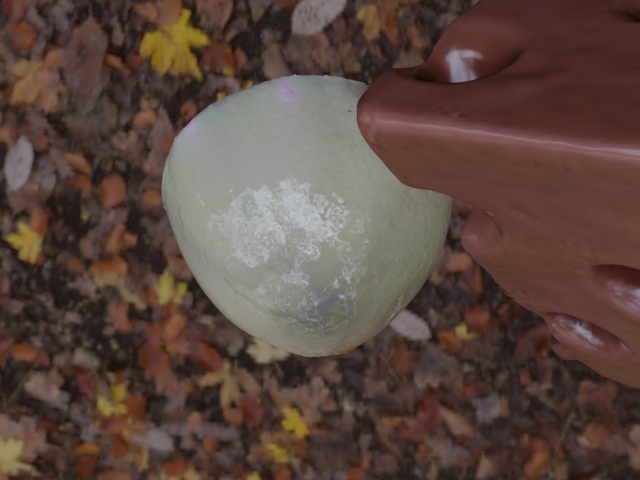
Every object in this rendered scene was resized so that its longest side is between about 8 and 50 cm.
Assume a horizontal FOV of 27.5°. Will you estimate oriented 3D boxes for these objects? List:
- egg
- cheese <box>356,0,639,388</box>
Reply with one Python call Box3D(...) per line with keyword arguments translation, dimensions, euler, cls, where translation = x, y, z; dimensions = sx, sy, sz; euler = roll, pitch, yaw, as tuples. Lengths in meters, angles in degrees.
Box3D(translation=(0.000, 0.000, 1.399), dimensions=(0.337, 0.201, 0.337), euler=(-7, 134, -7), cls="egg")
Box3D(translation=(0.135, -0.055, 0.450), dimensions=(0.128, 0.177, 0.203), euler=(12, 159, 43), cls="cheese")
